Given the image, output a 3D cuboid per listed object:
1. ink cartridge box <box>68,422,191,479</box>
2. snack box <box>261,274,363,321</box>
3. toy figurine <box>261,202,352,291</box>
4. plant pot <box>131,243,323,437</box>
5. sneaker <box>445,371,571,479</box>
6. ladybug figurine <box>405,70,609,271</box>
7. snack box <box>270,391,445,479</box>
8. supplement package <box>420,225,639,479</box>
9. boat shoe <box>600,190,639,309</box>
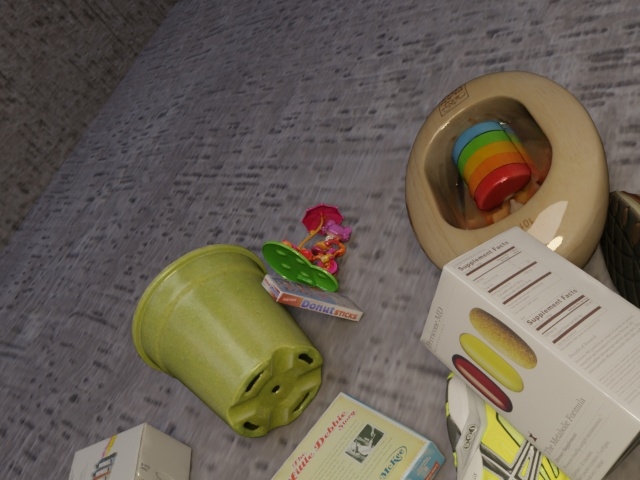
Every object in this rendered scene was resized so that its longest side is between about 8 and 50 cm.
[{"bbox_3d":[-0.335,0.424,1.090,0.176,0.128,0.127,-26,41,21],"label":"ink cartridge box"},{"bbox_3d":[-0.011,0.099,1.063,0.064,0.178,0.022,43,110,52],"label":"snack box"},{"bbox_3d":[0.000,0.000,1.214,0.173,0.130,0.159,21,59,27],"label":"toy figurine"},{"bbox_3d":[-0.137,0.184,1.058,0.276,0.276,0.254,-48,50,-5],"label":"plant pot"},{"bbox_3d":[0.231,0.293,0.686,0.147,0.145,0.384,-22,44,26],"label":"sneaker"},{"bbox_3d":[0.286,-0.090,0.962,0.305,0.162,0.449,-36,38,26],"label":"ladybug figurine"},{"bbox_3d":[0.002,0.374,0.843,0.322,0.060,0.187,-48,35,-21],"label":"snack box"},{"bbox_3d":[0.251,0.120,0.686,0.134,0.138,0.244,-25,49,-32],"label":"supplement package"},{"bbox_3d":[0.454,0.043,0.756,0.120,0.122,0.324,-5,34,-2],"label":"boat shoe"}]
